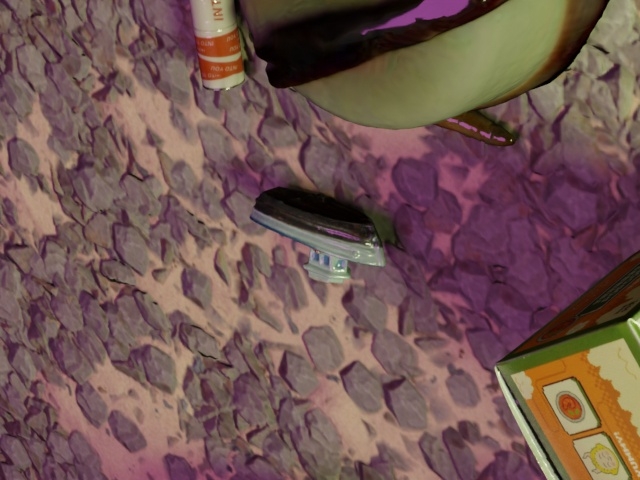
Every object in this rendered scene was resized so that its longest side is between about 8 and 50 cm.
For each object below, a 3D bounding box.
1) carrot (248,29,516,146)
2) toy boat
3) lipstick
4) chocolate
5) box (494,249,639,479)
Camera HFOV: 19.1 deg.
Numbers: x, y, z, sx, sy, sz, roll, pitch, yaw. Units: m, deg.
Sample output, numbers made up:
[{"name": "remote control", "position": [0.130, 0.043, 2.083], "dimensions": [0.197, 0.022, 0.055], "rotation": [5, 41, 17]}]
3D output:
[{"name": "carrot", "position": [0.047, -0.125, 1.514], "dimensions": [0.254, 0.049, 0.049], "rotation": [26, 132, 27]}, {"name": "toy boat", "position": [0.000, 0.000, 1.625], "dimensions": [0.140, 0.059, 0.066], "rotation": [19, 115, 35]}, {"name": "lipstick", "position": [-0.091, -0.193, 1.608], "dimensions": [0.038, 0.038, 0.131], "rotation": [17, 126, 38]}, {"name": "chocolate", "position": [0.048, -0.198, 1.348], "dimensions": [0.283, 0.186, 0.284], "rotation": [26, 132, 33]}, {"name": "box", "position": [0.258, 0.103, 1.325], "dimensions": [0.148, 0.195, 0.178], "rotation": [-26, 96, 51]}]
